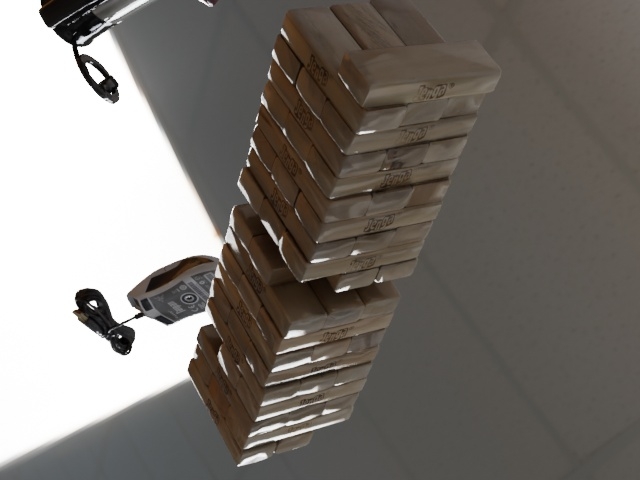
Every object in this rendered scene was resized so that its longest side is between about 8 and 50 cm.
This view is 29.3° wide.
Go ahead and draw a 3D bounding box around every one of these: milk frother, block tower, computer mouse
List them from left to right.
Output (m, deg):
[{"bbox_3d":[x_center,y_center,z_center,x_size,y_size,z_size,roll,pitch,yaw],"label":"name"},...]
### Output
[{"bbox_3d":[-0.221,-0.243,1.342,0.135,0.129,0.143,-23,-61,32],"label":"milk frother"},{"bbox_3d":[-0.163,0.058,1.293,0.106,0.193,0.042,51,26,-42],"label":"computer mouse"},{"bbox_3d":[0.000,0.000,0.775,0.097,0.091,0.335,56,-37,32],"label":"block tower"}]

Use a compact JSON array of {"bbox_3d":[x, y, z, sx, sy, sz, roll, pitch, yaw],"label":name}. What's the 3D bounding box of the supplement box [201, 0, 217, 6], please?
[{"bbox_3d":[-0.065,-0.331,1.026,0.073,0.239,0.130,34,-6,19],"label":"supplement box"}]
